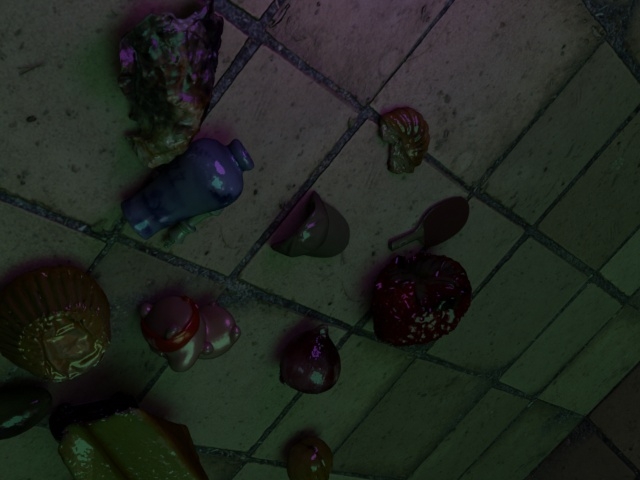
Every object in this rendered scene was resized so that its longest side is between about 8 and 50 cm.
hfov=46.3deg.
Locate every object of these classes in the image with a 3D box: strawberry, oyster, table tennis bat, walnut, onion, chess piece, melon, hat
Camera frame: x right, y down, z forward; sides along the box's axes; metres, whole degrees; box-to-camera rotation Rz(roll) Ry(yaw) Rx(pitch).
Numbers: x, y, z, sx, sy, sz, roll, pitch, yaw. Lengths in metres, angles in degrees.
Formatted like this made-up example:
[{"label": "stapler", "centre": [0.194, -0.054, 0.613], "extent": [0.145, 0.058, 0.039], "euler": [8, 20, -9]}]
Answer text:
[{"label": "strawberry", "centre": [0.253, 0.169, 1.933], "extent": [0.261, 0.261, 0.258], "euler": [-20, 127, -19]}, {"label": "oyster", "centre": [-0.252, -0.276, 1.304], "extent": [0.275, 0.100, 0.271], "euler": [-36, 141, -5]}, {"label": "table tennis bat", "centre": [0.283, -0.033, 1.936], "extent": [0.246, 0.022, 0.138], "euler": [-24, 135, -18]}, {"label": "walnut", "centre": [-0.032, 0.664, 2.218], "extent": [0.144, 0.144, 0.180], "euler": [-25, 140, -15]}, {"label": "onion", "centre": [-0.017, 0.294, 1.910], "extent": [0.159, 0.159, 0.195], "euler": [3, 112, -36]}, {"label": "chess piece", "centre": [-0.268, -0.036, 1.536], "extent": [0.149, 0.059, 0.059], "euler": [-41, 138, 13]}, {"label": "melon", "centre": [-0.646, 0.361, 1.576], "extent": [0.162, 0.099, 0.099], "euler": [-19, 133, -22]}, {"label": "hat", "centre": [0.000, 0.000, 1.700], "extent": [0.173, 0.144, 0.166], "euler": [31, 108, -22]}]

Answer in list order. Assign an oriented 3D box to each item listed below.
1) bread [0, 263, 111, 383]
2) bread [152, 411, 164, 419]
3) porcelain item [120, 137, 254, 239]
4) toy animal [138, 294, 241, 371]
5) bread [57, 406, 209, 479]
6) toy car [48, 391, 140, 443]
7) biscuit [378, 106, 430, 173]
[{"label": "bread", "centre": [-0.523, 0.162, 1.461], "extent": [0.240, 0.139, 0.240], "euler": [-17, 130, -22]}, {"label": "bread", "centre": [-0.409, 0.527, 1.911], "extent": [0.088, 0.049, 0.226], "euler": [-25, 136, -15]}, {"label": "porcelain item", "centre": [-0.252, -0.103, 1.435], "extent": [0.259, 0.141, 0.141], "euler": [-30, 137, 3]}, {"label": "toy animal", "centre": [-0.293, 0.199, 1.638], "extent": [0.197, 0.171, 0.171], "euler": [11, 118, -42]}, {"label": "bread", "centre": [-0.409, 0.522, 1.650], "extent": [0.233, 0.245, 0.362], "euler": [-28, 155, -4]}, {"label": "toy car", "centre": [-0.520, 0.425, 1.723], "extent": [0.209, 0.089, 0.108], "euler": [-6, 137, -35]}, {"label": "biscuit", "centre": [0.198, -0.227, 1.684], "extent": [0.118, 0.061, 0.183], "euler": [-33, 136, -8]}]
